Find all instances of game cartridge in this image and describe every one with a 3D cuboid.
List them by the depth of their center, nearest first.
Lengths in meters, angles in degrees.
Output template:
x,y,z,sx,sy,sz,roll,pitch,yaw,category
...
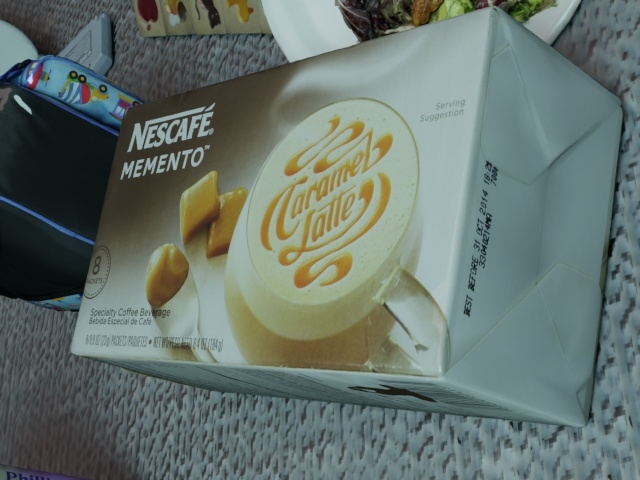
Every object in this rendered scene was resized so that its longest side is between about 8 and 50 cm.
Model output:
x,y,z,sx,sy,sz,roll,pitch,yaw,category
-0.196,-0.140,0.806,0.083,0.017,0.056,-33,47,35,game cartridge

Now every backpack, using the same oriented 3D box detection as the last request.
x,y,z,sx,sy,sz,roll,pitch,yaw,category
-0.168,-0.021,0.623,0.173,0.158,0.117,-19,50,55,backpack

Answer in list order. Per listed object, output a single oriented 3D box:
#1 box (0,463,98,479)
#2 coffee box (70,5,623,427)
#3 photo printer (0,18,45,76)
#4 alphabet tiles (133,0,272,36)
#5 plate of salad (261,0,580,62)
x,y,z,sx,sy,sz,roll,pitch,yaw,category
-0.156,0.223,0.442,0.117,0.213,0.243,-53,42,16,box
0.000,0.000,0.460,0.246,0.098,0.141,-3,71,47,coffee box
-0.381,-0.100,0.918,0.307,0.107,0.256,26,94,52,photo printer
-0.073,-0.230,0.631,0.237,0.009,0.198,13,117,49,alphabet tiles
0.041,-0.160,0.488,0.200,0.048,0.200,1,91,33,plate of salad
